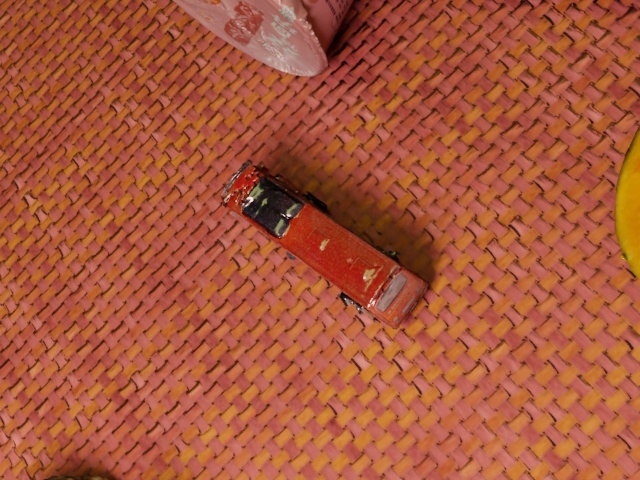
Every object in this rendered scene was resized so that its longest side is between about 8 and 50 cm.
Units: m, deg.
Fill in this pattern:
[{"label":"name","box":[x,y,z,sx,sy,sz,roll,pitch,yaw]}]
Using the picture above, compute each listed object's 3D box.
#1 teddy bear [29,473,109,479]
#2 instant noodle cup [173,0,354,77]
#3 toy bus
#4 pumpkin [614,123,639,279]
[{"label":"teddy bear","box":[-0.267,0.323,1.122,0.246,0.296,0.222,-37,74,6]},{"label":"instant noodle cup","box":[-0.037,-0.332,1.258,0.243,0.243,0.231,27,81,32]},{"label":"toy bus","box":[0.000,0.000,1.196,0.235,0.096,0.073,36,89,31]},{"label":"pumpkin","box":[0.353,-0.021,1.019,0.169,0.148,0.312,-25,44,62]}]
